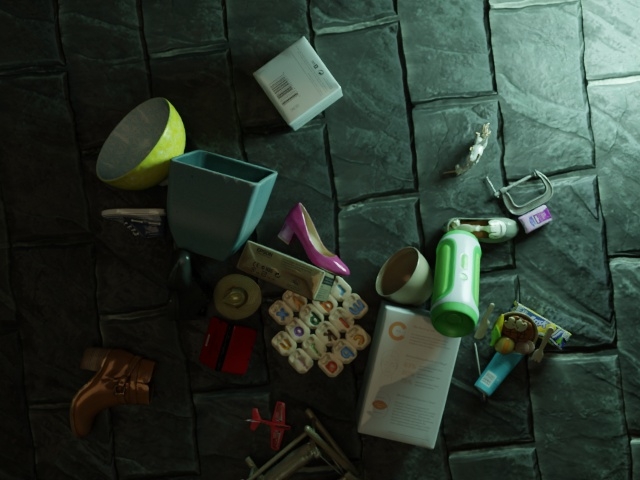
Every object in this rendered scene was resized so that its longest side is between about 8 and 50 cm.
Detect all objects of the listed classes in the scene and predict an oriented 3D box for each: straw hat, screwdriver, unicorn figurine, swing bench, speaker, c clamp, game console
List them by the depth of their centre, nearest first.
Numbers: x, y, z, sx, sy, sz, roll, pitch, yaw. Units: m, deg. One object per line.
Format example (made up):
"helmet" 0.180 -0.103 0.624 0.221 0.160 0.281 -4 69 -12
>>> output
"speaker" 0.361 0.110 1.813 0.131 0.296 0.131 8 134 8
"unicorn figurine" 0.425 -0.242 1.902 0.060 0.111 0.162 43 80 13
"swing bench" -0.047 0.662 1.916 0.253 0.165 0.255 -41 94 5
"c clamp" 0.566 -0.146 1.922 0.160 0.022 0.137 -22 89 6
"screwdriver" 0.457 0.377 1.946 0.025 0.024 0.170 -5 89 35
"straw hat" -0.248 0.166 1.986 0.144 0.061 0.145 0 92 5
"game console" -0.273 0.310 2.016 0.124 0.085 0.144 18 93 36

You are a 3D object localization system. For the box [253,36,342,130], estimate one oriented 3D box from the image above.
"box" -0.061 -0.437 1.924 0.182 0.119 0.181 -35 88 5

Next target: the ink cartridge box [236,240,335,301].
"ink cartridge box" -0.090 0.088 1.889 0.234 0.193 0.088 22 89 11

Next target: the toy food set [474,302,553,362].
"toy food set" 0.533 0.260 1.875 0.192 0.038 0.132 21 111 7

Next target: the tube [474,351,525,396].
"tube" 0.515 0.342 1.922 0.080 0.052 0.207 41 81 -1

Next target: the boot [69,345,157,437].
"boot" -0.605 0.460 2.016 0.220 0.109 0.283 12 85 1

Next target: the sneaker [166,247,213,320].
"sneaker" -0.367 0.126 1.927 0.130 0.286 0.109 7 50 -5

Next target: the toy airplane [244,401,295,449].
"toy airplane" -0.147 0.537 2.002 0.151 0.028 0.151 1 97 7

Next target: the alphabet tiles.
"alphabet tiles" -0.002 0.245 1.985 0.278 0.021 0.284 45 95 5

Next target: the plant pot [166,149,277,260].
"plant pot" -0.288 -0.090 1.903 0.247 0.247 0.252 17 106 4

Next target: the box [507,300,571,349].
"box" 0.607 0.237 1.909 0.169 0.059 0.054 31 96 4

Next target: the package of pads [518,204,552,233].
"package of pads" 0.603 -0.059 1.916 0.083 0.032 0.050 -28 92 5

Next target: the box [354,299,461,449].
"box" 0.237 0.362 1.884 0.215 0.168 0.345 13 93 -1

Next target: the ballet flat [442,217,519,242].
"ballet flat" 0.451 -0.029 1.913 0.213 0.068 0.072 1 91 5

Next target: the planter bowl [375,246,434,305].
"planter bowl" 0.248 0.114 1.903 0.109 0.162 0.162 38 95 -24

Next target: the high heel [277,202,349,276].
"high heel" 0.000 0.000 1.950 0.244 0.082 0.117 35 104 16

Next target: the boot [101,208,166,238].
"boot" -0.548 -0.049 2.003 0.190 0.069 0.086 -1 89 4

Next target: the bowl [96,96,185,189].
"bowl" -0.475 -0.245 1.933 0.289 0.289 0.156 -45 130 5
